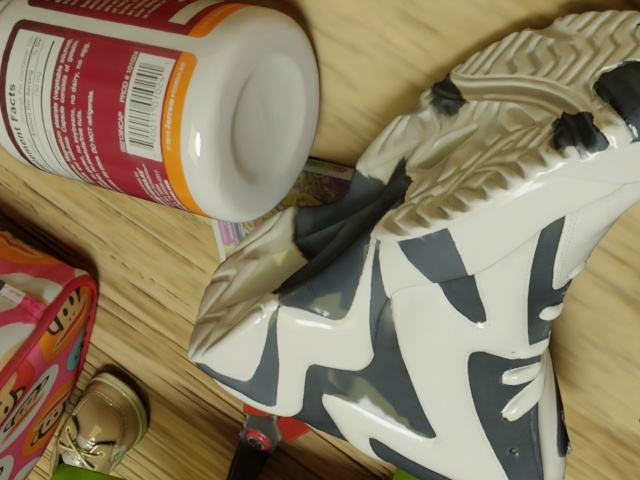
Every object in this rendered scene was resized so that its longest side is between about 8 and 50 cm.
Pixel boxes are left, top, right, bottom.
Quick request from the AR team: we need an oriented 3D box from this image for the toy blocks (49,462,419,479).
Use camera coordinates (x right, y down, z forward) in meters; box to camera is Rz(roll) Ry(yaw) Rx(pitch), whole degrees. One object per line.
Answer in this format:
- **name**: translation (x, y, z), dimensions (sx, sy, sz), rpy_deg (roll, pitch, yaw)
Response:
- **toy blocks**: translation (0.034, 0.272, 0.610), dimensions (0.381, 0.191, 0.261), rpy_deg (9, 144, 21)

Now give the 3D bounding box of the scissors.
- **scissors**: translation (-0.035, 0.095, 0.602), dimensions (0.109, 0.021, 0.297), rpy_deg (40, 145, -7)

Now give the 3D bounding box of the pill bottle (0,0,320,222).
- **pill bottle**: translation (-0.083, -0.064, 0.448), dimensions (0.152, 0.086, 0.086), rpy_deg (16, 134, 28)

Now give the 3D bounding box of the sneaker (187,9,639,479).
- **sneaker**: translation (0.075, 0.025, 0.408), dimensions (0.153, 0.094, 0.235), rpy_deg (38, 124, -24)

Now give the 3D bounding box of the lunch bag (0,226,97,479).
- **lunch bag**: translation (-0.253, 0.146, 0.614), dimensions (0.120, 0.293, 0.258), rpy_deg (30, 139, 6)

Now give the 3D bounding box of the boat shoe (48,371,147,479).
- **boat shoe**: translation (-0.152, 0.136, 0.713), dimensions (0.050, 0.045, 0.135), rpy_deg (35, 140, 7)

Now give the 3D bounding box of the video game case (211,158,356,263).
- **video game case**: translation (0.000, 0.000, 0.497), dimensions (0.122, 0.011, 0.087), rpy_deg (15, 133, 28)
